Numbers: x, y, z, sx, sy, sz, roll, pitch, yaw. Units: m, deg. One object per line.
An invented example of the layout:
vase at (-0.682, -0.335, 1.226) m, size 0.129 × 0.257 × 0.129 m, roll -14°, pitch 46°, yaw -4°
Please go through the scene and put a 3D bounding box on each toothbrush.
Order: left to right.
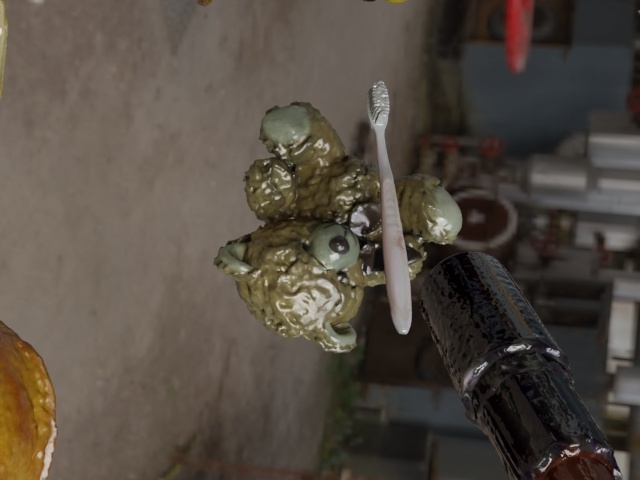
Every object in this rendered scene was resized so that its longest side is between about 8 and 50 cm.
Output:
toothbrush at (0.073, -0.042, 1.375) m, size 0.029 × 0.025 × 0.307 m, roll 110°, pitch -21°, yaw -59°

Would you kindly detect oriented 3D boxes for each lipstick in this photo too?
lipstick at (0.136, 0.106, 0.872) m, size 0.300 × 0.081 × 0.081 m, roll -109°, pitch -165°, yaw -59°

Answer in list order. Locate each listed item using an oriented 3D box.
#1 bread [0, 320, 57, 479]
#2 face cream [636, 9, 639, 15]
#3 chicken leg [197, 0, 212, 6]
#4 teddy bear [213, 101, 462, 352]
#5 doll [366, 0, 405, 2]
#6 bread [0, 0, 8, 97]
bread at (-0.442, 0.209, 1.396) m, size 0.172 × 0.312 × 0.312 m, roll -16°, pitch 111°, yaw -81°
face cream at (0.354, -0.205, 1.236) m, size 0.020 × 0.115 × 0.038 m, roll -63°, pitch -142°, yaw 45°
chicken leg at (-0.199, -0.305, 1.387) m, size 0.101 × 0.207 × 0.085 m, roll -55°, pitch 162°, yaw 4°
teddy bear at (0.000, 0.000, 1.488) m, size 0.256 × 0.267 × 0.156 m, roll -59°, pitch -178°, yaw -40°
doll at (0.091, -0.278, 1.188) m, size 0.249 × 0.088 × 0.127 m, roll -53°, pitch 156°, yaw -73°
bread at (-0.457, -0.171, 1.058) m, size 0.236 × 0.388 × 0.183 m, roll -155°, pitch -106°, yaw -84°
